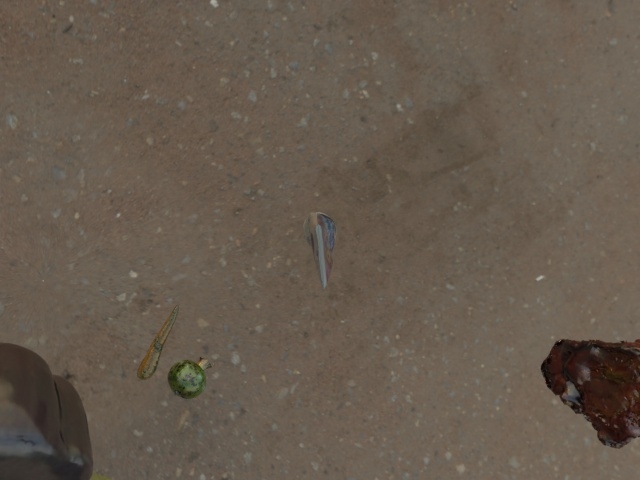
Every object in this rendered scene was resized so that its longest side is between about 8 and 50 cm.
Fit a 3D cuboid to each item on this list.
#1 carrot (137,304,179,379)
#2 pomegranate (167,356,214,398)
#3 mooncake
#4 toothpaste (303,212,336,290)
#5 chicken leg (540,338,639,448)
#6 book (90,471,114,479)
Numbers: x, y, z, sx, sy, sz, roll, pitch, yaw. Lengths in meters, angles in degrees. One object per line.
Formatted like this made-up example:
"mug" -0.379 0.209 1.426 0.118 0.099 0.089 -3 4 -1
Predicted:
"carrot" -0.465 0.297 1.440 0.049 0.049 0.254 23 98 -26
"pomegranate" -0.392 0.411 1.523 0.161 0.122 0.122 -38 104 -38
"mooncake" -0.412 0.232 0.534 0.306 0.154 0.306 -17 137 -16
"toothpaste" 0.000 0.000 0.822 0.061 0.266 0.096 -8 101 1
"chicken leg" 0.256 0.116 0.363 0.053 0.205 0.093 2 84 -26
"book" -0.359 0.496 0.835 0.013 0.192 0.168 -27 137 3
